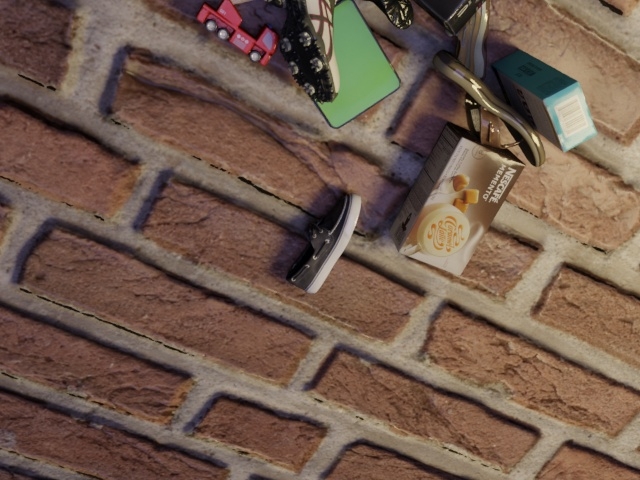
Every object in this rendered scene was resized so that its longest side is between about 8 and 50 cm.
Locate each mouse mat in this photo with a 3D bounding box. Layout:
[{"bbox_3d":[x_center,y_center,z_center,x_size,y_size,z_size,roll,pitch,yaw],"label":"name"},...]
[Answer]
[{"bbox_3d":[0.038,-0.308,1.220,0.152,0.007,0.190,-32,116,9],"label":"mouse mat"}]

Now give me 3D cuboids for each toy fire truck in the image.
[{"bbox_3d":[-0.134,-0.394,1.136,0.192,0.047,0.135,31,107,-20],"label":"toy fire truck"}]

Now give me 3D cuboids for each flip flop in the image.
[{"bbox_3d":[0.282,-0.216,1.192,0.277,0.112,0.080,35,106,-25],"label":"flip flop"}]

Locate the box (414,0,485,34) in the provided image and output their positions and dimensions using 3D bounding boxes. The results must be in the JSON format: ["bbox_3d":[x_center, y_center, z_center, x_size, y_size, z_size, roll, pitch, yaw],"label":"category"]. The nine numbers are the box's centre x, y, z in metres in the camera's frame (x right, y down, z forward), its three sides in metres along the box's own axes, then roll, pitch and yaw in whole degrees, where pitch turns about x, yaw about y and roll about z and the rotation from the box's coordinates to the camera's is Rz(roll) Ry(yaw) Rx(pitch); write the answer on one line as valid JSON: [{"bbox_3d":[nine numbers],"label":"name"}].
[{"bbox_3d":[0.231,-0.478,1.052,0.165,0.143,0.270,43,107,6],"label":"box"}]

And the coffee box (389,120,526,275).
[{"bbox_3d":[0.252,-0.077,1.305,0.141,0.098,0.247,21,112,-16],"label":"coffee box"}]

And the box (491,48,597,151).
[{"bbox_3d":[0.367,-0.239,1.156,0.060,0.244,0.101,-28,117,8],"label":"box"}]

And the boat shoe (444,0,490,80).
[{"bbox_3d":[0.249,-0.364,1.186,0.072,0.068,0.190,-1,117,7],"label":"boat shoe"}]

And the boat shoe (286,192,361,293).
[{"bbox_3d":[0.000,0.000,1.333,0.076,0.080,0.229,20,120,-17],"label":"boat shoe"}]

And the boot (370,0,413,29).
[{"bbox_3d":[0.091,-0.399,1.130,0.045,0.099,0.121,-49,122,0],"label":"boot"}]

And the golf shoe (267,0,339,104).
[{"bbox_3d":[-0.010,-0.360,1.123,0.120,0.105,0.273,-34,116,-28],"label":"golf shoe"}]
